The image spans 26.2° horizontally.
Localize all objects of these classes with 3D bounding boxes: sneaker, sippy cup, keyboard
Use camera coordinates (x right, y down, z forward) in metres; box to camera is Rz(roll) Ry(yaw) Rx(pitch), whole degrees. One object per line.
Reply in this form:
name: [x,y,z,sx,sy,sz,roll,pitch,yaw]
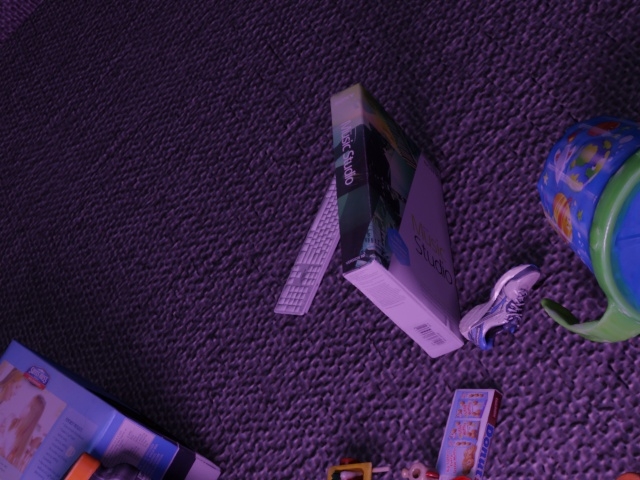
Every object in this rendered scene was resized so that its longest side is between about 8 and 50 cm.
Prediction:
sneaker: [0.246,0.090,1.795,0.135,0.052,0.058,-50,48,14]
sippy cup: [0.381,-0.044,1.639,0.305,0.240,0.224,-28,27,-9]
keyboard: [0.000,0.000,2.123,0.072,0.014,0.256,5,65,46]

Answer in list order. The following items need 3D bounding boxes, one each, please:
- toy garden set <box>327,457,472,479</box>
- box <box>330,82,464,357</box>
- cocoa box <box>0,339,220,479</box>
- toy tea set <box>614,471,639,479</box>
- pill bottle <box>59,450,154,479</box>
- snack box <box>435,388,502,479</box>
toy garden set: [0.089,0.361,1.704,0.244,0.049,0.204,-15,60,39]
box: [0.103,-0.030,1.872,0.058,0.232,0.322,-25,46,23]
cocoa box: [-0.369,0.335,2.056,0.347,0.228,0.231,21,77,50]
toy tea set: [0.365,0.395,1.384,0.200,0.124,0.336,-17,56,59]
pill bottle: [-0.242,0.384,1.822,0.130,0.245,0.130,-53,4,6]
snack box: [0.180,0.272,1.733,0.064,0.022,0.178,-6,57,43]
